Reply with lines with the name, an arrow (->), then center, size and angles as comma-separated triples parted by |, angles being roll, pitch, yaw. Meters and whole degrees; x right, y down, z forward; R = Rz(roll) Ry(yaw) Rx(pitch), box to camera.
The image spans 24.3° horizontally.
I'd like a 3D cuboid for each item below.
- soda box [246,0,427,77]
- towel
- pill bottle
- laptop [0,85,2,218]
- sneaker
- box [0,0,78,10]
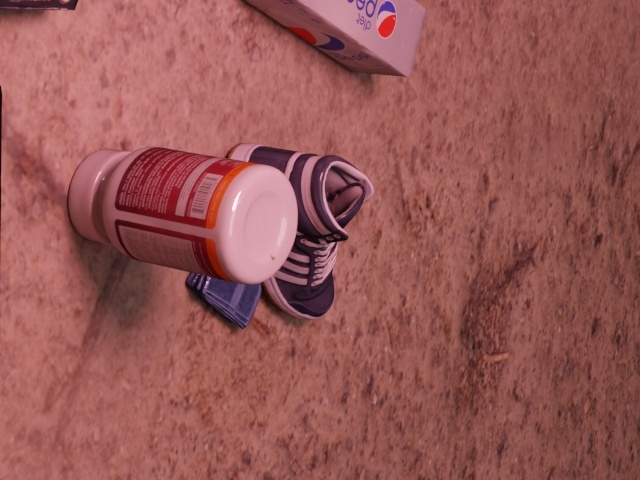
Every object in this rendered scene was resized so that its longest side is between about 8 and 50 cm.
soda box -> 0.017, -0.288, 1.786 | 0.286, 0.091, 0.098 | 24, 79, -56
towel -> -0.109, 0.053, 1.759 | 0.119, 0.029, 0.067 | 44, 62, -51
pill bottle -> -0.143, -0.031, 1.510 | 0.121, 0.221, 0.121 | -22, 117, -51
laptop -> -0.433, 0.103, 1.224 | 0.408, 0.236, 0.382 | -77, 177, -57
sneaker -> 0.000, 0.000, 1.785 | 0.099, 0.153, 0.282 | -64, 144, -35
box -> -0.258, -0.294, 1.319 | 0.175, 0.051, 0.220 | -67, 166, 16
